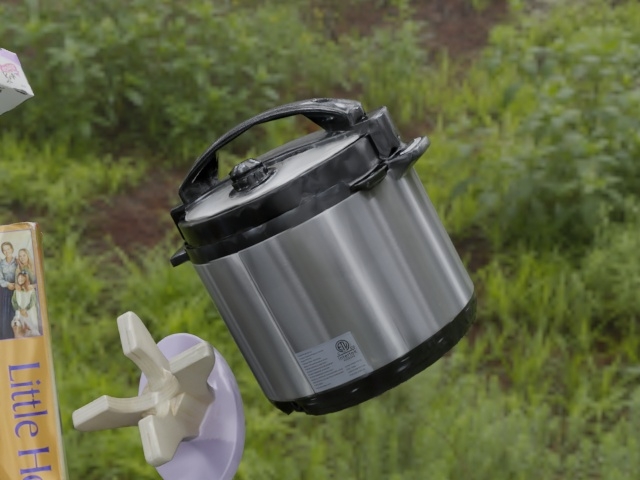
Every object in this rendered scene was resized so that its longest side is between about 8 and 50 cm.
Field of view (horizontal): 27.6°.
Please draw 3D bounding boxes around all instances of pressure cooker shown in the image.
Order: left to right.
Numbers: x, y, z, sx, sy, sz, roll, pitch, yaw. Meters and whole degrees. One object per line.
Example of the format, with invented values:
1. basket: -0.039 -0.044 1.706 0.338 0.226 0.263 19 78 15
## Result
1. pressure cooker: 0.000 0.001 1.936 0.370 0.420 0.375 -33 12 -19

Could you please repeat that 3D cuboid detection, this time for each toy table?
1. toy table: -0.232 0.246 1.997 0.161 0.252 0.274 38 16 -53

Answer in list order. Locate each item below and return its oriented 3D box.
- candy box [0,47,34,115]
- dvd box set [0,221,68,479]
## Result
1. candy box: -0.501 -0.185 1.693 0.196 0.070 0.165 -27 -12 12
2. dvd box set: -0.244 0.203 1.106 0.062 0.420 0.307 -6 -2 -12
